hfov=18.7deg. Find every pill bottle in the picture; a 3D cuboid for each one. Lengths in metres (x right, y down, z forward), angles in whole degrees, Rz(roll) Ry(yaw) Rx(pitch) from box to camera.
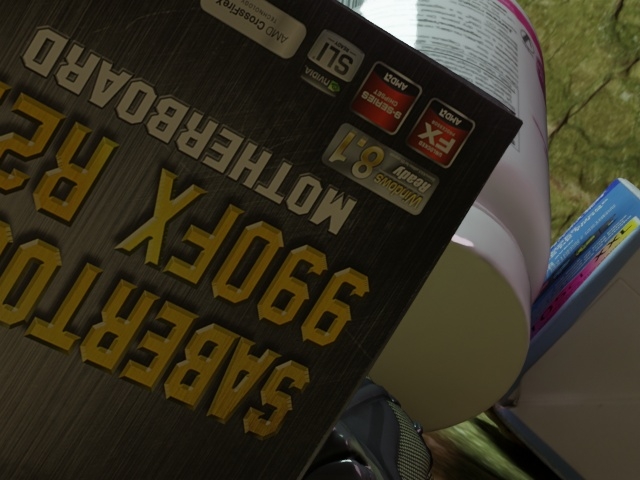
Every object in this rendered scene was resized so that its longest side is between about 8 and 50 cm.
[{"bbox_3d":[0.051,-0.030,1.108,0.160,0.160,0.283,31,32,-15],"label":"pill bottle"}]

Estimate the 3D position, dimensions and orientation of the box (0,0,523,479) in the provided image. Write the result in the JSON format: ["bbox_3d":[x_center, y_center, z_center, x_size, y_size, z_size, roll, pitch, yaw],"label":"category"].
[{"bbox_3d":[-0.091,-0.006,0.423,0.231,0.183,0.056,29,5,-35],"label":"box"}]

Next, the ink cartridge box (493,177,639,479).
[{"bbox_3d":[0.247,0.106,1.229,0.270,0.151,0.395,44,9,0],"label":"ink cartridge box"}]

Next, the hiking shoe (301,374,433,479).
[{"bbox_3d":[-0.015,0.068,0.728,0.114,0.086,0.227,48,12,-39],"label":"hiking shoe"}]

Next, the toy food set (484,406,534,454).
[{"bbox_3d":[0.141,0.126,1.309,0.132,0.038,0.192,27,20,-50],"label":"toy food set"}]
